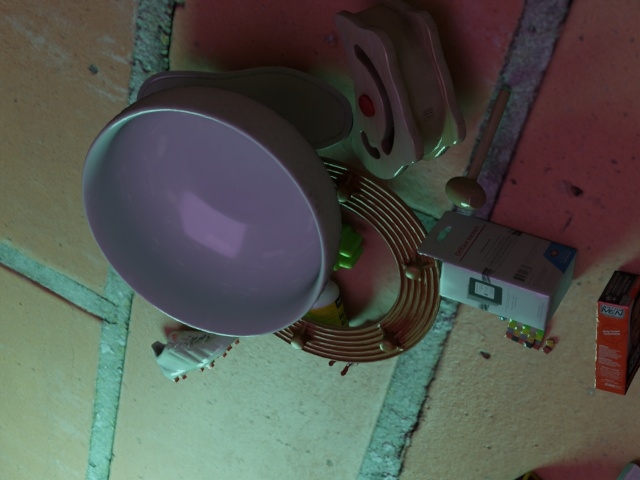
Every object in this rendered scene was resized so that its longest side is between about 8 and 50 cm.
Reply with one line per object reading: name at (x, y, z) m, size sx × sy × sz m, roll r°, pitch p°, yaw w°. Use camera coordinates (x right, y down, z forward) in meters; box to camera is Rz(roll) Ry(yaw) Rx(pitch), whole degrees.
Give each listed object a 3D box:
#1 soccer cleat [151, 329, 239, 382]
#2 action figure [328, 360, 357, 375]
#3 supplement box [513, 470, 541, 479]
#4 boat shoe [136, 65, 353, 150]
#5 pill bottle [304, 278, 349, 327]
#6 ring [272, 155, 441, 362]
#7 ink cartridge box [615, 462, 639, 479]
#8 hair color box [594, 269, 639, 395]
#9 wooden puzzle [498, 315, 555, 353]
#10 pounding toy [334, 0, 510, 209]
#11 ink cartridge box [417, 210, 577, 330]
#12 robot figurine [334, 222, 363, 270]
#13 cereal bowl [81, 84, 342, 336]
soccer cleat at (-0.203, 0.169, 2.069) m, size 0.196 × 0.068 × 0.076 m, roll -29°, pitch 102°, yaw 46°
action figure at (0.051, 0.159, 1.922) m, size 0.038 × 0.030 × 0.115 m, roll 42°, pitch 133°, yaw 6°
supplement box at (0.277, 0.433, 1.943) m, size 0.104 × 0.081 × 0.188 m, roll 43°, pitch 135°, yaw -3°
boat shoe at (-0.090, -0.170, 1.721) m, size 0.302 × 0.091 × 0.114 m, roll 13°, pitch 87°, yaw 20°
pill bottle at (0.001, 0.096, 1.878) m, size 0.065 × 0.065 × 0.116 m, roll 4°, pitch 125°, yaw 31°
ring at (0.001, 0.036, 1.760) m, size 0.336 × 0.032 × 0.336 m, roll 14°, pitch 129°, yaw 18°
ink cartridge box at (0.451, 0.363, 1.787) m, size 0.115 × 0.063 × 0.029 m, roll 39°, pitch 171°, yaw 1°
hair color box at (0.376, 0.116, 1.643) m, size 0.043 × 0.072 × 0.141 m, roll 12°, pitch 129°, yaw 26°
wooden puzzle at (0.277, 0.121, 1.758) m, size 0.083 × 0.006 × 0.049 m, roll 24°, pitch 133°, yaw 16°
pounding toy at (0.124, -0.170, 1.593) m, size 0.154 × 0.155 × 0.269 m, roll 14°, pitch 126°, yaw 62°
ink cartridge box at (0.221, 0.035, 1.660) m, size 0.180 × 0.104 × 0.060 m, roll 19°, pitch 132°, yaw 21°
robot figurine at (0.000, 0.000, 1.803) m, size 0.115 × 0.067 × 0.101 m, roll 19°, pitch 145°, yaw 20°
cereal bowl at (-0.121, -0.052, 1.642) m, size 0.339 × 0.141 × 0.339 m, roll 14°, pitch 130°, yaw 17°
